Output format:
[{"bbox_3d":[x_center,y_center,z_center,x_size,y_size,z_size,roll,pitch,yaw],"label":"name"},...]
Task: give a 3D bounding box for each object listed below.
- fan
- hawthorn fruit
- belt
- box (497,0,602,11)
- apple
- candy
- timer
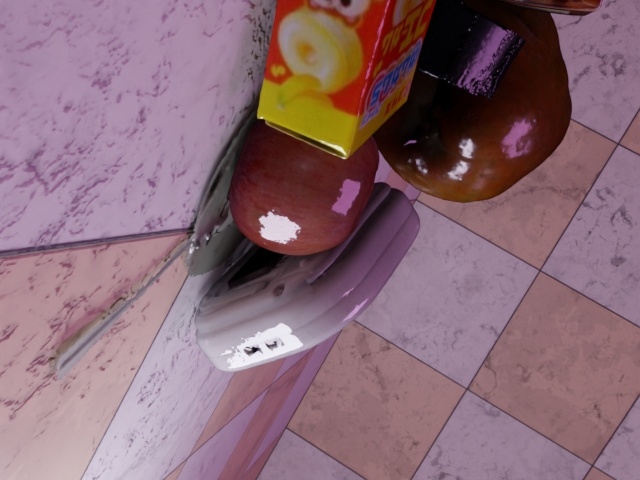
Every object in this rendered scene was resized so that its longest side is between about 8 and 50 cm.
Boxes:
[{"bbox_3d":[-0.107,-0.011,0.716,0.415,0.012,0.233,-52,167,-42],"label":"fan"},{"bbox_3d":[0.187,-0.176,0.977,0.301,0.267,0.268,-49,166,-44],"label":"hawthorn fruit"},{"bbox_3d":[0.110,-0.211,0.741,0.151,0.198,0.078,12,114,-40],"label":"belt"},{"bbox_3d":[0.242,-0.408,0.677,0.344,0.122,0.385,-42,146,-67],"label":"box"},{"bbox_3d":[-0.010,-0.059,0.698,0.153,0.120,0.153,-61,169,-20],"label":"apple"},{"bbox_3d":[0.041,-0.214,0.560,0.146,0.088,0.276,-49,160,-51],"label":"candy"},{"bbox_3d":[-0.018,0.034,0.843,0.237,0.087,0.262,-21,-162,38],"label":"timer"}]
